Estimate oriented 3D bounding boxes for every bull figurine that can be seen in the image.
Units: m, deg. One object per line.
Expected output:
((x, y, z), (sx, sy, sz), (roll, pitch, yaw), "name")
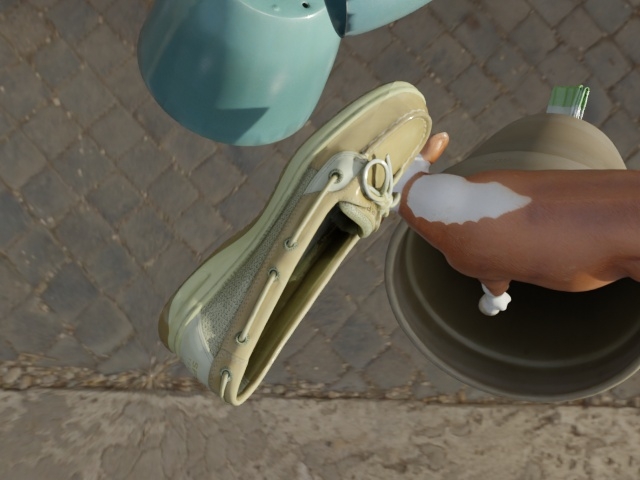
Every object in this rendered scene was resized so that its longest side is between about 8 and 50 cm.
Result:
((0.182, -0.005, 0.824), (0.310, 0.188, 0.101), (7, 69, 30), "bull figurine")

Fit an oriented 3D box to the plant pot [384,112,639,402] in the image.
((0.266, -0.013, 1.244), (0.323, 0.323, 0.280), (32, 40, -4), "plant pot")

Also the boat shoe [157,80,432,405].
((-0.001, 0.000, 0.423), (0.153, 0.056, 0.048), (-46, 62, -9), "boat shoe")

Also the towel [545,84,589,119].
((0.341, -0.152, 1.470), (0.023, 0.113, 0.152), (13, 95, -13), "towel")

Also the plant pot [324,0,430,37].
((0.089, -0.375, 1.056), (0.195, 0.290, 0.290), (-11, 84, -3), "plant pot")

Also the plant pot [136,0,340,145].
((-0.098, -0.320, 1.450), (0.293, 0.235, 0.293), (9, 61, -18), "plant pot")
